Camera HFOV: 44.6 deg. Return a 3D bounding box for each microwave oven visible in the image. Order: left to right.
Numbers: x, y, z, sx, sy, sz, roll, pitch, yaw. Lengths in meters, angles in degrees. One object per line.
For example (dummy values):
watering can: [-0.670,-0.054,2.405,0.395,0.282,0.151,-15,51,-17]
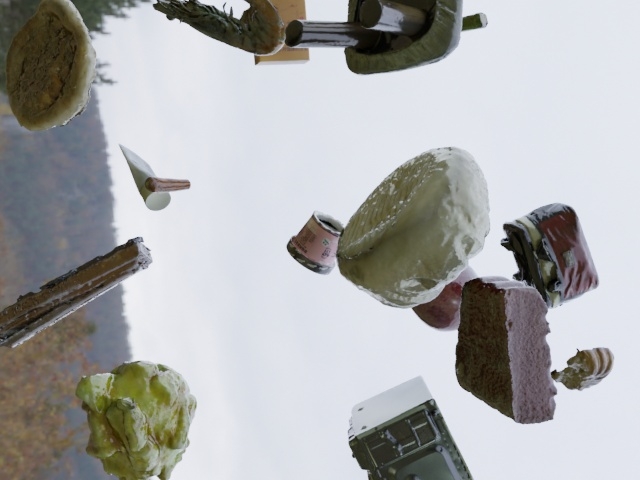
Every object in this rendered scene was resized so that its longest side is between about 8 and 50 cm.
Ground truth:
microwave oven: [0.248,0.591,1.985,0.394,0.247,0.333,64,3,-1]

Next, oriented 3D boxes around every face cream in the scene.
face cream: [-0.469,-0.175,2.087,0.070,0.114,0.224,-41,-130,10]

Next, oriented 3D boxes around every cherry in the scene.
cherry: [0.362,0.150,2.275,0.285,0.213,0.236,42,7,-11]

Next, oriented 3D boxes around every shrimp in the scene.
shrimp: [-0.202,-0.452,1.516,0.169,0.296,0.058,95,19,-58]

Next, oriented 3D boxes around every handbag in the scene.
handbag: [0.575,0.044,1.966,0.181,0.181,0.255,-131,-162,-78]

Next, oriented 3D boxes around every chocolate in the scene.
chocolate: [-0.454,0.100,1.430,0.065,0.329,0.102,58,-4,19]

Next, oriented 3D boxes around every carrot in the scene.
carrot: [-0.292,-0.106,1.486,0.032,0.093,0.032,4,-85,46]

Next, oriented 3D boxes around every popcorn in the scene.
popcorn: [-0.423,0.425,1.856,0.274,0.279,0.336,35,-53,16]

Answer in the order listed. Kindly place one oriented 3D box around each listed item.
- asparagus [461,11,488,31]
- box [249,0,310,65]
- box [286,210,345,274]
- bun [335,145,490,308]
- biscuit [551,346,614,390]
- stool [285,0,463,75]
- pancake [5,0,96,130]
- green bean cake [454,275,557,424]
asparagus: [0.342,-0.546,1.986,0.178,0.045,0.041,0,-66,43]
box: [-0.133,-0.709,2.515,0.076,0.174,0.274,-172,-104,-71]
box: [0.000,0.000,2.202,0.135,0.151,0.151,-56,-141,18]
bun: [0.203,-0.013,1.594,0.360,0.211,0.360,-46,-164,17]
biscuit: [0.586,0.284,1.704,0.183,0.118,0.061,96,-16,-60]
stool: [0.107,-0.508,1.546,0.310,0.226,0.311,0,-94,46]
pancake: [-0.530,-0.338,1.518,0.282,0.049,0.283,-4,-96,39]
green bean cake: [0.337,0.188,1.409,0.198,0.097,0.233,20,-70,60]
